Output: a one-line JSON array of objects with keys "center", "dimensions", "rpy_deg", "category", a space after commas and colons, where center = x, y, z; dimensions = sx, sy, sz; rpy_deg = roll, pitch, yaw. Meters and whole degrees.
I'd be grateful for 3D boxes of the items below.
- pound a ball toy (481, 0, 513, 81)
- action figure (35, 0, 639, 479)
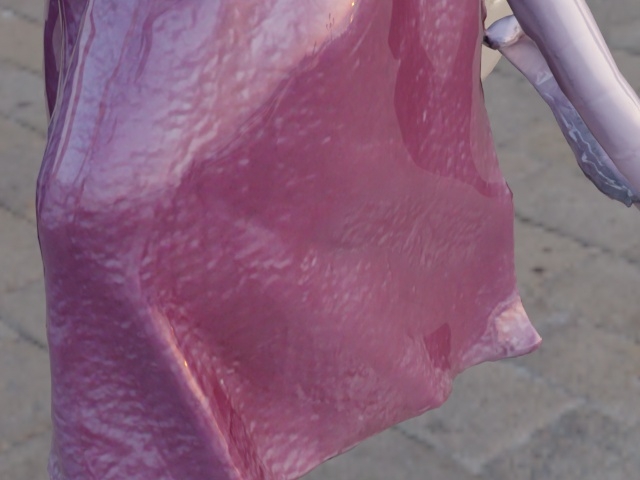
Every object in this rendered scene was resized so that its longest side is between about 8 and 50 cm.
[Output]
[{"center": [0.025, -0.214, 0.645], "dimensions": [0.208, 0.319, 0.136], "rpy_deg": [35, 6, 18], "category": "pound a ball toy"}, {"center": [-0.023, -0.107, 0.373], "dimensions": [0.276, 0.370, 0.248], "rpy_deg": [-15, 32, -11], "category": "action figure"}]
